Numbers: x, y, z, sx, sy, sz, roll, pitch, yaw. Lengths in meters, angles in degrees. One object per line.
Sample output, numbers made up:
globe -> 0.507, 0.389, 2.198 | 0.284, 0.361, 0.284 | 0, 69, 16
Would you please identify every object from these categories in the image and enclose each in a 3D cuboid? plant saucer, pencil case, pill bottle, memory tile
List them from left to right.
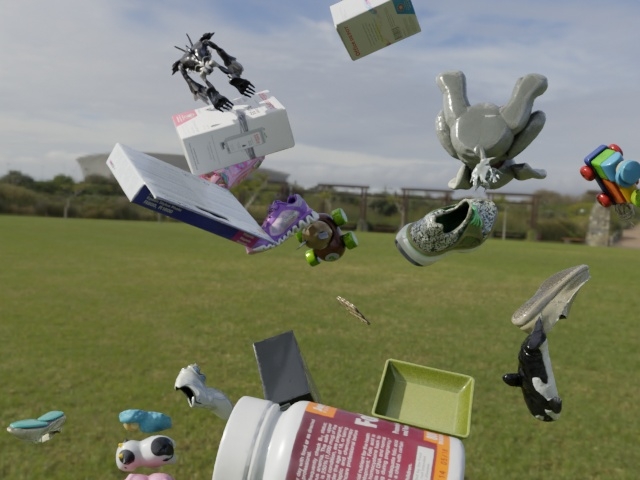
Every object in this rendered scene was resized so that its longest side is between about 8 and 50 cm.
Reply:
pencil case -> -0.278, -0.225, 2.105 | 0.124, 0.124, 0.284 | 4, 29, 23
pill bottle -> 0.031, 0.404, 1.162 | 0.392, 0.224, 0.224 | 12, 4, 8
memory tile -> 0.119, 0.256, 2.481 | 0.113, 0.012, 0.148 | 48, -10, -23
plant saucer -> 0.209, 0.329, 1.373 | 0.188, 0.045, 0.188 | 11, 29, 11

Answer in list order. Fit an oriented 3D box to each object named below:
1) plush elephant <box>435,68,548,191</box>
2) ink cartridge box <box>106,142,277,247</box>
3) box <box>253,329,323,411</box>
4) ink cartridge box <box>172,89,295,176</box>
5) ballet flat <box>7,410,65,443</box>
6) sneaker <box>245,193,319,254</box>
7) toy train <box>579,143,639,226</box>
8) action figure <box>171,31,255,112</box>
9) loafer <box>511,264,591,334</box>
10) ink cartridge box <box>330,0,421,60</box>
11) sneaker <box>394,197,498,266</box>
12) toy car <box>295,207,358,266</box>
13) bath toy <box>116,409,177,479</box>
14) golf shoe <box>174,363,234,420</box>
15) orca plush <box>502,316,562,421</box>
plush elephant -> 0.434, -0.241, 1.726 | 0.272, 0.329, 0.255 | 2, -16, 20
ink cartridge box -> -0.301, -0.086, 1.565 | 0.324, 0.071, 0.330 | 23, 15, -37
box -> -0.055, 0.359, 1.522 | 0.103, 0.261, 0.184 | -21, 41, -3
ink cartridge box -> -0.236, -0.294, 1.827 | 0.283, 0.117, 0.207 | -18, 31, -10
ballet flat -> -0.559, 0.379, 1.350 | 0.057, 0.052, 0.168 | 5, -3, 12
sneaker -> -0.116, -0.047, 1.802 | 0.236, 0.104, 0.095 | -35, 14, -33
toy train -> 0.739, -0.107, 1.616 | 0.105, 0.248, 0.143 | -39, 20, 3
action figure -> -0.289, -0.439, 1.795 | 0.275, 0.164, 0.141 | 51, 1, 37
loafer -> 0.604, 0.159, 1.748 | 0.269, 0.092, 0.102 | -35, 1, -20
ink cartridge box -> 0.087, -0.353, 1.084 | 0.123, 0.052, 0.088 | -22, -33, 11
sneaker -> 0.409, -0.052, 1.960 | 0.410, 0.158, 0.182 | -24, -17, -39
toy car -> 0.000, 0.000, 1.935 | 0.155, 0.148, 0.188 | -25, 1, 16
bath toy -> -0.439, 0.601, 1.696 | 0.152, 0.348, 0.129 | -20, -34, 9
golf shoe -> -0.283, 0.386, 1.640 | 0.069, 0.176, 0.086 | -39, 10, 34
orca plush -> 0.443, 0.295, 1.447 | 0.102, 0.151, 0.287 | -15, -40, 8
